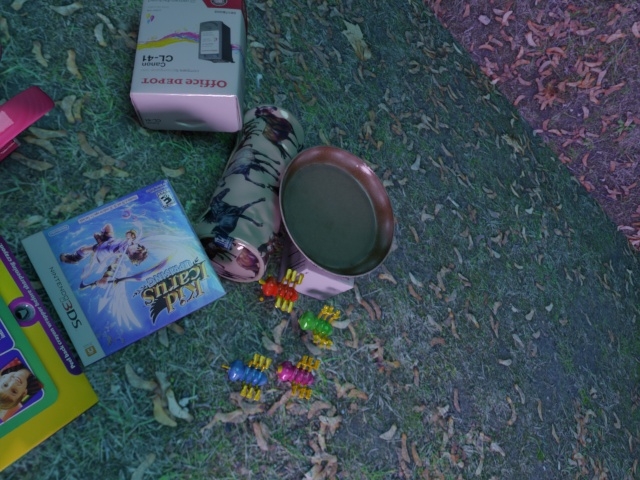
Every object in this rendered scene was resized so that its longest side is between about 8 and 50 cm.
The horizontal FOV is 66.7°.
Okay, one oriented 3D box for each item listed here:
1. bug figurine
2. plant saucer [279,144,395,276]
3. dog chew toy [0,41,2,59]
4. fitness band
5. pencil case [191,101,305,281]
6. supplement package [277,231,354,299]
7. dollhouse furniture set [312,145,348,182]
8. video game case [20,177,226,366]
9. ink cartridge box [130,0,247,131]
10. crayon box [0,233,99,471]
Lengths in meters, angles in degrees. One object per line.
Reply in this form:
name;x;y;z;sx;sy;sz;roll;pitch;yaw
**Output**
bug figurine;-0.079;0.215;1.056;0.216;0.072;0.279;29;69;-20
plant saucer;0.035;-0.064;1.103;0.310;0.050;0.311;12;67;-30
dog chew toy;-0.636;-0.321;0.802;0.206;0.206;0.332;14;56;-32
fitness band;-0.543;-0.135;0.768;0.054;0.209;0.291;49;62;-27
pencil case;-0.158;-0.122;1.095;0.183;0.159;0.411;32;55;-28
supplement package;0.000;0.000;1.179;0.139;0.133;0.244;24;59;-27
dollhouse furniture set;0.027;-0.193;1.272;0.123;0.151;0.144;-40;100;-40
video game case;-0.346;0.052;0.880;0.269;0.061;0.244;-28;90;-17
ink cartridge box;-0.282;-0.409;1.087;0.225;0.131;0.307;0;67;-4
crayon box;-0.543;0.167;0.662;0.363;0.106;0.313;62;35;-4
